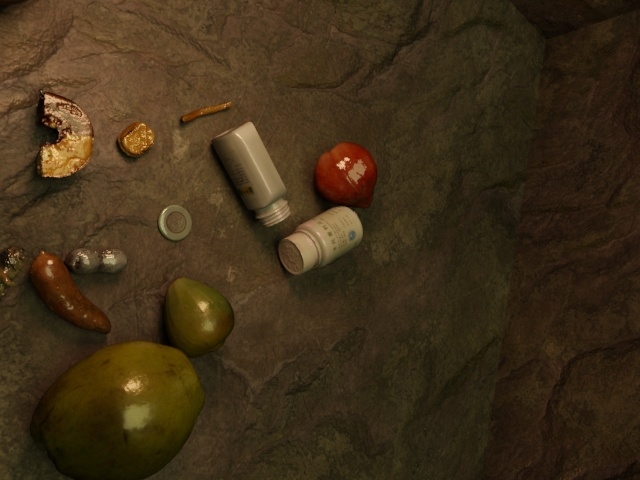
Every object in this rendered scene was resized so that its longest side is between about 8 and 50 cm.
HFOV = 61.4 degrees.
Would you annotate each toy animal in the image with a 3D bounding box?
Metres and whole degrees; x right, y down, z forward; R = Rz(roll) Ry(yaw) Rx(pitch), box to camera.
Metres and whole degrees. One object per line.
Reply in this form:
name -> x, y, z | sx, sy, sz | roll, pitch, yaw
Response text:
toy animal -> -0.799, 0.110, 1.309 | 0.086, 0.069, 0.220 | 41, 56, -6

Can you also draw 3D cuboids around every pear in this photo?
pear -> -0.501, 0.440, 1.378 | 0.413, 0.351, 0.352 | -24, 103, -28

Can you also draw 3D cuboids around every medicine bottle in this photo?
medicine bottle -> 0.000, 0.000, 1.901 | 0.292, 0.170, 0.170 | -28, 106, -36
medicine bottle -> -0.212, -0.205, 1.728 | 0.124, 0.179, 0.325 | -37, 110, -34

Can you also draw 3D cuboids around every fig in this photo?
fig -> -0.360, 0.223, 1.591 | 0.207, 0.207, 0.230 | -2, 56, -39

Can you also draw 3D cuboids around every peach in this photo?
peach -> 0.102, -0.222, 1.959 | 0.232, 0.232, 0.257 | -34, 90, -35

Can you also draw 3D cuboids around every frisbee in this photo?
frisbee -> -0.441, -0.054, 1.640 | 0.110, 0.014, 0.110 | 3, 86, -40

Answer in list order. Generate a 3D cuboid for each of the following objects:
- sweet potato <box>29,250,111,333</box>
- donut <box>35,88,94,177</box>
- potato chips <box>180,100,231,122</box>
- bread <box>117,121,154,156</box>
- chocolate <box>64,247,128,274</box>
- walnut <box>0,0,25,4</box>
sweet potato -> -0.659, 0.154, 1.410 | 0.097, 0.097, 0.292 | -46, 124, -31
donut -> -0.678, -0.263, 1.410 | 0.141, 0.085, 0.218 | 7, 84, -39
potato chips -> -0.364, -0.408, 1.710 | 0.204, 0.037, 0.026 | -32, 118, -41
bread -> -0.531, -0.291, 1.558 | 0.083, 0.044, 0.111 | 53, 56, -26
chocolate -> -0.607, 0.056, 1.463 | 0.166, 0.072, 0.072 | -2, 89, -40
walnut -> -0.758, -0.742, 1.217 | 0.381, 0.381, 0.382 | 2, 87, -39
